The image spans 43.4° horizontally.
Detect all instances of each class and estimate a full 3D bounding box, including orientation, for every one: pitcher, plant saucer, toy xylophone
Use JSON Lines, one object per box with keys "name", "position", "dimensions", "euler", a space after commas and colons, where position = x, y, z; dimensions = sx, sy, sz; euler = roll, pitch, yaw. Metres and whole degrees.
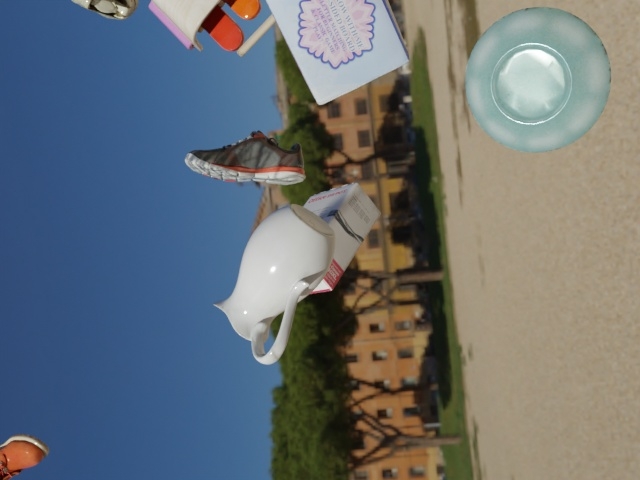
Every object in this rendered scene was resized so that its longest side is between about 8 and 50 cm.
{"name": "pitcher", "position": [-0.058, 0.065, 1.195], "dimensions": [0.125, 0.207, 0.178], "euler": [23, -161, -39]}
{"name": "plant saucer", "position": [0.283, -0.210, 1.070], "dimensions": [0.037, 0.194, 0.195], "euler": [-34, -60, -60]}
{"name": "toy xylophone", "position": [-0.115, -0.404, 1.162], "dimensions": [0.236, 0.322, 0.081], "euler": [54, -163, 4]}

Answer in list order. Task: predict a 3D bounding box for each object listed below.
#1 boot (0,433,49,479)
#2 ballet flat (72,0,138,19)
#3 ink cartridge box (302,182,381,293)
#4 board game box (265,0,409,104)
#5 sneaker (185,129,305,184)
{"name": "boot", "position": [-0.489, 0.352, 1.236], "dimensions": [0.059, 0.157, 0.085], "euler": [57, -155, -25]}
{"name": "ballet flat", "position": [-0.346, -0.388, 1.327], "dimensions": [0.057, 0.052, 0.168], "euler": [-57, -16, 20]}
{"name": "ink cartridge box", "position": [0.000, 0.000, 1.736], "dimensions": [0.100, 0.172, 0.237], "euler": [49, -125, -22]}
{"name": "board game box", "position": [-0.041, -0.286, 0.548], "dimensions": [0.318, 0.065, 0.319], "euler": [61, -168, -23]}
{"name": "sneaker", "position": [-0.096, -0.111, 1.041], "dimensions": [0.061, 0.157, 0.065], "euler": [167, 107, -71]}
